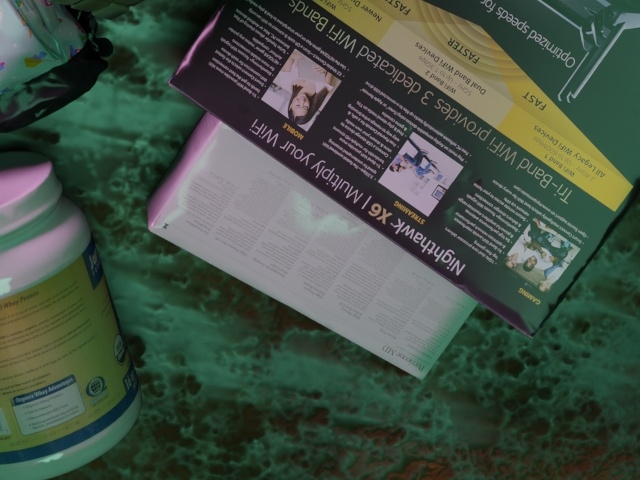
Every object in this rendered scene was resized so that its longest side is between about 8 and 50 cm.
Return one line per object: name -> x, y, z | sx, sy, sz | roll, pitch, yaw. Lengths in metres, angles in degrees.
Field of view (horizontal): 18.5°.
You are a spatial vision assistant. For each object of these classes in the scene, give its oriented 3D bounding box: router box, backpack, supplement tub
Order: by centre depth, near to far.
backpack -> -0.239, -0.157, 1.298 | 0.152, 0.115, 0.182 | -26, 111, 5
router box -> 0.091, -0.121, 1.333 | 0.309, 0.081, 0.243 | 36, 103, -1
supplement tub -> -0.216, 0.053, 1.370 | 0.144, 0.144, 0.200 | -16, 114, -2

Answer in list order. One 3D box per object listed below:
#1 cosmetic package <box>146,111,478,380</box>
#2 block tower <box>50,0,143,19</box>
cosmetic package -> 0.000, 0.000, 1.427 | 0.239, 0.060, 0.099 | 30, 104, -19
block tower -> -0.040, -0.247, 1.243 | 0.335, 0.091, 0.097 | -22, 82, 19
